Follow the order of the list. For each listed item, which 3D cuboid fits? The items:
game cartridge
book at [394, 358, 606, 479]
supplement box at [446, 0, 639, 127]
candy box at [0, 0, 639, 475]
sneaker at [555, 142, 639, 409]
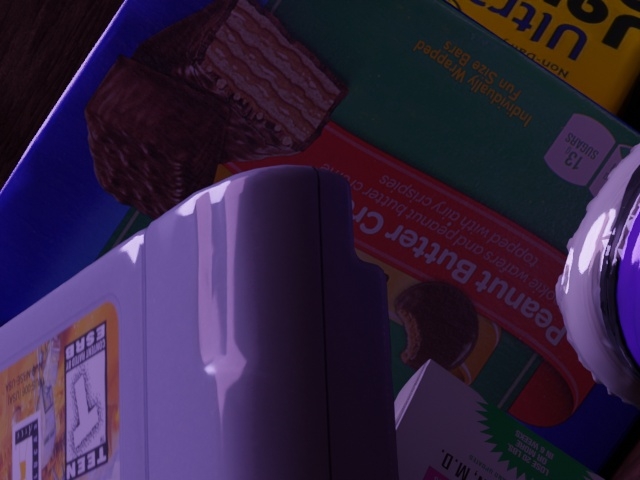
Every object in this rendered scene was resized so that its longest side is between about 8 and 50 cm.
[{"bbox_3d":[-0.072,0.115,0.614,0.297,0.062,0.198,-31,52,53],"label":"game cartridge"},{"bbox_3d":[0.046,0.117,0.625,0.035,0.096,0.144,-54,4,42],"label":"book"},{"bbox_3d":[0.100,-0.113,1.172,0.356,0.194,0.195,-58,-11,-36],"label":"supplement box"},{"bbox_3d":[-0.016,0.044,0.812,0.317,0.268,0.122,-56,-2,8],"label":"candy box"},{"bbox_3d":[0.185,-0.072,0.542,0.293,0.102,0.146,-60,6,-4],"label":"sneaker"}]
